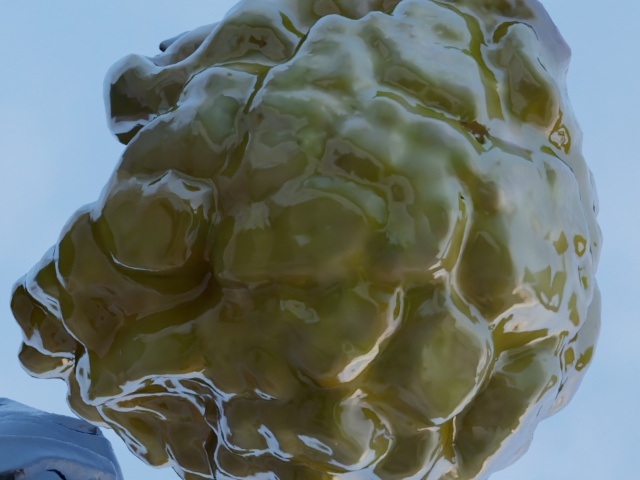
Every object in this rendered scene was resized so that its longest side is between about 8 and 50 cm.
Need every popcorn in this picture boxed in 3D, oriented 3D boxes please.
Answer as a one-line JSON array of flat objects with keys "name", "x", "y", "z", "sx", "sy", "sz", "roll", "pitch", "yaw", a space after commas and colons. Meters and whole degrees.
[{"name": "popcorn", "x": 0.000, "y": 0.000, "z": 0.546, "sx": 0.180, "sy": 0.180, "sz": 0.170, "roll": -31, "pitch": -103, "yaw": 23}]

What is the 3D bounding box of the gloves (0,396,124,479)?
[{"name": "gloves", "x": -0.138, "y": 0.149, "z": 0.858, "sx": 0.124, "sy": 0.164, "sz": 0.203, "roll": 55, "pitch": -23, "yaw": -22}]
